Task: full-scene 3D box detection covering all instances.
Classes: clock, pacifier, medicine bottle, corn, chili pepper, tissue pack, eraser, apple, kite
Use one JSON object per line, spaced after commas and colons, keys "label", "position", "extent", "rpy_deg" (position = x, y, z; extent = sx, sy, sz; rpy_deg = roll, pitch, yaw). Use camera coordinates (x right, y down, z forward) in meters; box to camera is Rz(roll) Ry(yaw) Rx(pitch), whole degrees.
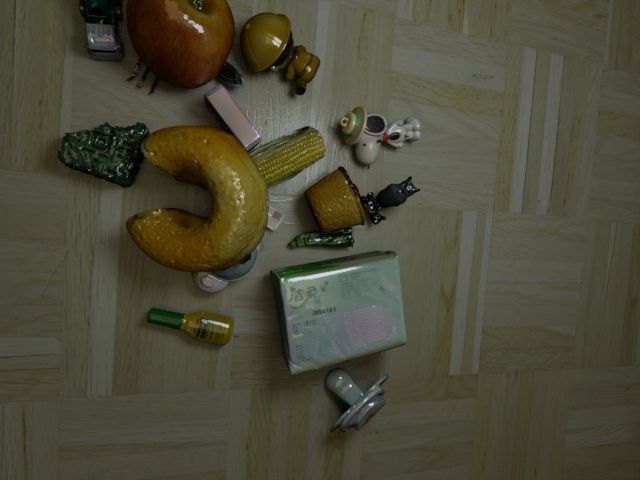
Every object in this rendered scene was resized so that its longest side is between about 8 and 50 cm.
{"label": "clock", "position": [-0.268, -0.362, 1.237], "extent": [0.063, 0.150, 0.197], "rpy_deg": [-39, 103, -8]}
{"label": "pacifier", "position": [0.109, 0.536, 1.423], "extent": [0.279, 0.227, 0.207], "rpy_deg": [-41, 64, -11]}
{"label": "medicine bottle", "position": [-0.409, 0.264, 1.282], "extent": [0.261, 0.064, 0.094], "rpy_deg": [17, 89, -17]}
{"label": "corn", "position": [-0.120, -0.266, 1.313], "extent": [0.305, 0.122, 0.123], "rpy_deg": [-27, 84, -16]}
{"label": "chili pepper", "position": [0.000, 0.000, 1.395], "extent": [0.227, 0.059, 0.088], "rpy_deg": [-9, 101, -14]}
{"label": "tissue pack", "position": [0.056, 0.223, 1.348], "extent": [0.405, 0.205, 0.331], "rpy_deg": [-9, 96, -16]}
{"label": "eraser", "position": [-0.181, -0.084, 1.347], "extent": [0.105, 0.026, 0.065], "rpy_deg": [33, 81, -16]}
{"label": "apple", "position": [-0.382, -0.592, 1.109], "extent": [0.302, 0.301, 0.301], "rpy_deg": [-1, 94, -17]}
{"label": "kite", "position": [-0.491, -0.564, 1.224], "extent": [0.141, 0.015, 0.245], "rpy_deg": [27, 82, -16]}

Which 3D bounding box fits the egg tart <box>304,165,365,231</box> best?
{"label": "egg tart", "position": [0.052, -0.124, 1.331], "extent": [0.171, 0.215, 0.215], "rpy_deg": [-25, 101, -3]}

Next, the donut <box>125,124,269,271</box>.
{"label": "donut", "position": [-0.340, -0.109, 1.135], "extent": [0.378, 0.163, 0.434], "rpy_deg": [15, 97, 9]}

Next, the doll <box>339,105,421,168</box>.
{"label": "doll", "position": [0.206, -0.387, 1.401], "extent": [0.272, 0.144, 0.208], "rpy_deg": [-32, 123, -10]}

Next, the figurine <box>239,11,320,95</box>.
{"label": "figurine", "position": [-0.123, -0.590, 1.260], "extent": [0.257, 0.167, 0.192], "rpy_deg": [20, 74, -20]}

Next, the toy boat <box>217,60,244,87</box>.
{"label": "toy boat", "position": [-0.287, -0.519, 1.266], "extent": [0.140, 0.066, 0.059], "rpy_deg": [40, 93, 13]}

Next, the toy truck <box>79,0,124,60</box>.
{"label": "toy truck", "position": [-0.615, -0.628, 1.128], "extent": [0.110, 0.116, 0.215], "rpy_deg": [-4, 95, -17]}

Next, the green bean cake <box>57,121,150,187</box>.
{"label": "green bean cake", "position": [-0.618, -0.272, 1.159], "extent": [0.209, 0.107, 0.193], "rpy_deg": [19, 89, -16]}

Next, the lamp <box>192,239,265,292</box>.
{"label": "lamp", "position": [-0.301, 0.058, 1.279], "extent": [0.179, 0.108, 0.246], "rpy_deg": [40, 82, -11]}

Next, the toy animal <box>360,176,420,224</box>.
{"label": "toy animal", "position": [0.252, -0.148, 1.406], "extent": [0.210, 0.117, 0.121], "rpy_deg": [-25, 98, 30]}
